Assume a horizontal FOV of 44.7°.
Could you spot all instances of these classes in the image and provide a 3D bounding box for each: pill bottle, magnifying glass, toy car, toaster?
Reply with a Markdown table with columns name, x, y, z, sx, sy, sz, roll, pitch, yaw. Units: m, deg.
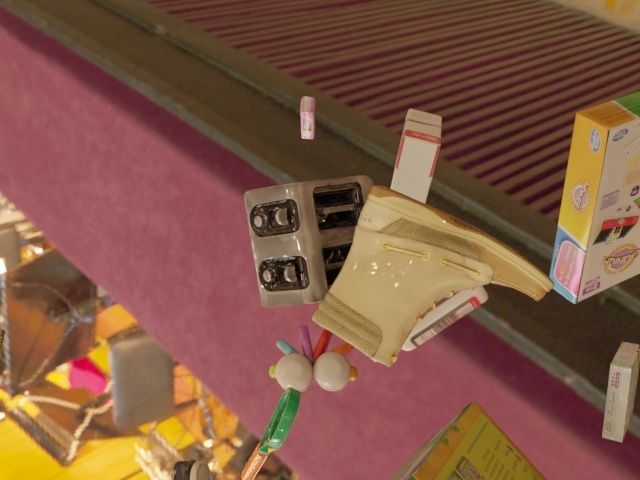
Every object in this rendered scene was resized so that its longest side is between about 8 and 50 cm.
| name | x | y | z | sx | sy | sz | roll | pitch | yaw |
| --- | --- | --- | --- | --- | --- | --- | --- | --- | --- |
| pill bottle | 0.230 | 0.156 | 1.893 | 0.318 | 0.176 | 0.176 | -35 | 78 | 7 |
| magnifying glass | -0.081 | 0.319 | 1.243 | 0.026 | 0.092 | 0.231 | 24 | 129 | -7 |
| toy car | -0.016 | 0.242 | 1.610 | 0.159 | 0.182 | 0.136 | 86 | -178 | -77 |
| toaster | 0.000 | 0.000 | 1.091 | 0.110 | 0.186 | 0.168 | -6 | 93 | 48 |

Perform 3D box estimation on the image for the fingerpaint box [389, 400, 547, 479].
| name | x | y | z | sx | sy | sz | roll | pitch | yaw |
| --- | --- | --- | --- | --- | --- | --- | --- | --- | --- |
| fingerpaint box | 0.263 | 0.474 | 1.168 | 0.163 | 0.445 | 0.371 | -46 | 77 | 16 |

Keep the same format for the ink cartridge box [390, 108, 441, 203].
| name | x | y | z | sx | sy | sz | roll | pitch | yaw |
| --- | --- | --- | --- | --- | --- | --- | --- | --- | --- |
| ink cartridge box | 0.160 | -0.142 | 1.298 | 0.063 | 0.150 | 0.109 | 13 | 118 | 4 |

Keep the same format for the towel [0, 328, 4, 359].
| name | x | y | z | sx | sy | sz | roll | pitch | yaw |
| --- | --- | --- | --- | --- | --- | --- | --- | --- | --- |
| towel | -0.521 | 0.166 | 1.181 | 0.009 | 0.083 | 0.060 | 77 | -176 | -52 |

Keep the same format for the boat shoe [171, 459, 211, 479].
| name | x | y | z | sx | sy | sz | roll | pitch | yaw |
| --- | --- | --- | --- | --- | --- | --- | --- | --- | --- |
| boat shoe | -0.279 | 0.577 | 1.584 | 0.079 | 0.095 | 0.254 | -6 | 73 | 22 |

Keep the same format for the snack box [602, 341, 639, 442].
| name | x | y | z | sx | sy | sz | roll | pitch | yaw |
| --- | --- | --- | --- | --- | --- | --- | --- | --- | --- |
| snack box | 0.516 | 0.257 | 1.333 | 0.037 | 0.100 | 0.141 | 10 | 111 | 30 |

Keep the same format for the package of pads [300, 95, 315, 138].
| name | x | y | z | sx | sy | sz | roll | pitch | yaw |
| --- | --- | --- | --- | --- | --- | --- | --- | --- | --- |
| package of pads | -0.026 | -0.263 | 1.673 | 0.032 | 0.050 | 0.083 | 3 | 143 | 3 |

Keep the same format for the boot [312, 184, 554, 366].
| name | x | y | z | sx | sy | sz | roll | pitch | yaw |
| --- | --- | --- | --- | --- | --- | --- | --- | --- | --- |
| boot | 0.141 | 0.071 | 0.979 | 0.203 | 0.262 | 0.095 | -64 | 11 | 5 |

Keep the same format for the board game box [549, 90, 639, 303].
| name | x | y | z | sx | sy | sz | roll | pitch | yaw |
| --- | --- | --- | --- | --- | --- | --- | --- | --- | --- |
| board game box | 0.489 | -0.077 | 1.231 | 0.064 | 0.242 | 0.316 | 43 | 144 | 46 |
